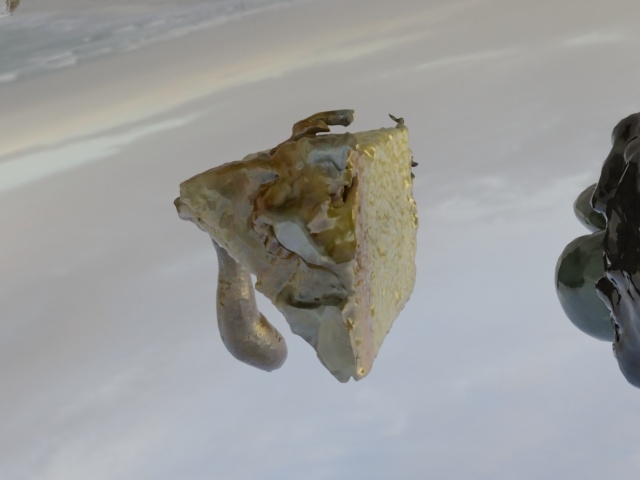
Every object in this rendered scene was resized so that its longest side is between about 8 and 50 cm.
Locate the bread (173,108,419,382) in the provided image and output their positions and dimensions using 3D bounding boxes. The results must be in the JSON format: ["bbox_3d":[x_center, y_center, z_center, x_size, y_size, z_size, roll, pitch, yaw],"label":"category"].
[{"bbox_3d":[0.000,0.000,0.543,0.127,0.152,0.147,-13,-170,24],"label":"bread"}]

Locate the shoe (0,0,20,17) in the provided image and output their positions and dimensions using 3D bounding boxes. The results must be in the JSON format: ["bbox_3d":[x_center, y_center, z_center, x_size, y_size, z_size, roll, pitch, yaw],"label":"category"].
[{"bbox_3d":[-0.101,-0.229,0.322,0.198,0.350,0.172,12,-175,7],"label":"shoe"}]

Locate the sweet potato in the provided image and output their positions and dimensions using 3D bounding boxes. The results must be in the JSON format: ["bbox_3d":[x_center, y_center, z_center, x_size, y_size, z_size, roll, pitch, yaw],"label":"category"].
[{"bbox_3d":[-0.086,0.083,0.987,0.059,0.249,0.069,14,-130,34],"label":"sweet potato"}]

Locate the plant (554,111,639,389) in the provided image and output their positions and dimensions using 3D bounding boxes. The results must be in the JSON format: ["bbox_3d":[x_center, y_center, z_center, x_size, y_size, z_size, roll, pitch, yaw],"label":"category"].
[{"bbox_3d":[0.190,0.002,0.412,0.149,0.146,0.274,-7,170,2],"label":"plant"}]
